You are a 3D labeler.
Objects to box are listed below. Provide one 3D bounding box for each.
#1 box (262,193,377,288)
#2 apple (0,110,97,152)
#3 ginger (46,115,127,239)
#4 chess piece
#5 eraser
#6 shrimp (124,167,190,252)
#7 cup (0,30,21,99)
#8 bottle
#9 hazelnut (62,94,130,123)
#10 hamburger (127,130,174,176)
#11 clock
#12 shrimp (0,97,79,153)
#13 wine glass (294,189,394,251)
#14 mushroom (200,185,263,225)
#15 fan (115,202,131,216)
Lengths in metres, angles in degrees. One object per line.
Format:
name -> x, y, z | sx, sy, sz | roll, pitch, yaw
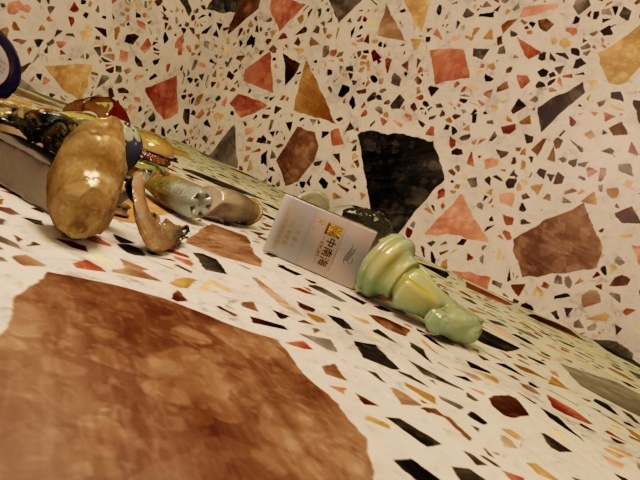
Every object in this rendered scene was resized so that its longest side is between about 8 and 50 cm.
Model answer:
box -> 0.000, 0.000, 1.410 | 0.243, 0.155, 0.067 | 22, 8, 4
apple -> -0.630, -0.233, 1.278 | 0.265, 0.119, 0.193 | 2, 3, -42
ginger -> -0.339, -0.091, 0.857 | 0.115, 0.193, 0.123 | 12, 12, -32
chess piece -> 0.235, 0.131, 1.319 | 0.298, 0.175, 0.176 | 40, 13, 22
eraser -> -0.510, -0.122, 1.024 | 0.353, 0.077, 0.111 | 25, 5, 21
shrimp -> -0.293, -0.051, 1.029 | 0.046, 0.152, 0.219 | -19, -3, 5
cup -> -0.786, -0.325, 1.188 | 0.257, 0.254, 0.178 | 2, -29, 28
bottle -> -0.377, -0.123, 1.427 | 0.270, 0.083, 0.083 | 22, 5, 37
hazelnut -> -0.739, -0.398, 1.928 | 0.212, 0.181, 0.181 | 15, 26, 13
hamburger -> -0.518, -0.253, 1.717 | 0.175, 0.136, 0.175 | 22, 11, -4
clock -> -0.598, -0.274, 1.574 | 0.244, 0.146, 0.200 | 23, 22, 24
shrimp -> -0.534, -0.203, 1.007 | 0.365, 0.071, 0.233 | 28, 16, 36
wine glass -> 0.057, -0.032, 1.730 | 0.191, 0.190, 0.357 | 17, 4, -39
mushroom -> -0.247, -0.092, 1.560 | 0.247, 0.108, 0.096 | 8, 58, -58
fan -> -0.493, -0.098, 1.159 | 0.227, 0.008, 0.152 | 21, 7, -18
